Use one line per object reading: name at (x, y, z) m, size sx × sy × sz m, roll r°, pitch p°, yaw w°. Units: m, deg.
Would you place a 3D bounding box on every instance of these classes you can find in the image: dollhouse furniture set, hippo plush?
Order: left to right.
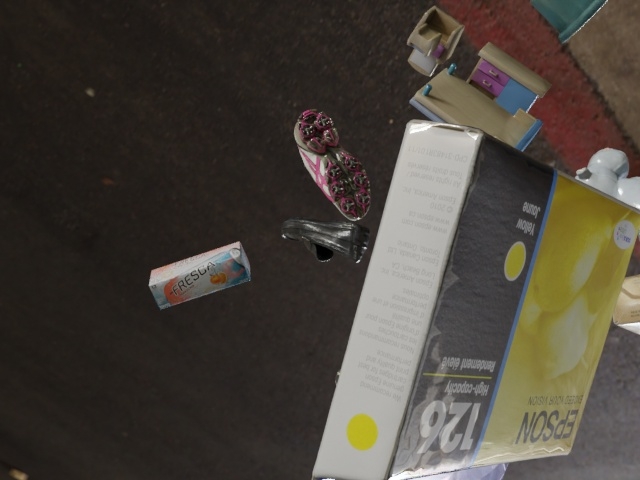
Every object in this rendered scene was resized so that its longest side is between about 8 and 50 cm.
dollhouse furniture set at (0.211, -0.208, 1.529) m, size 0.286 × 0.303 × 0.198 m, roll 36°, pitch 131°, yaw 7°
hippo plush at (0.721, -0.090, 2.113) m, size 0.237 × 0.294 × 0.234 m, roll 21°, pitch 151°, yaw 29°

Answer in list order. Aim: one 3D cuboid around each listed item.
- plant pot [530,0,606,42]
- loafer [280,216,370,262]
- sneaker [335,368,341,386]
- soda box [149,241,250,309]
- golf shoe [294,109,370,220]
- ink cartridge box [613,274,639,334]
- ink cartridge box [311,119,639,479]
plant pot at (0.372, -0.555, 1.404) m, size 0.334 × 0.341 × 0.341 m, roll 39°, pitch 144°, yaw 0°
loafer at (0.000, 0.000, 1.705) m, size 0.223 × 0.078 × 0.076 m, roll 7°, pitch 171°, yaw 46°
sneaker at (0.078, 0.269, 1.401) m, size 0.063 × 0.162 × 0.073 m, roll -31°, pitch 135°, yaw 19°
soda box at (-0.226, 0.065, 1.658) m, size 0.183 × 0.063 × 0.058 m, roll -19°, pitch 117°, yaw 4°
golf shoe at (0.020, -0.111, 1.372) m, size 0.186 × 0.068 × 0.086 m, roll 63°, pitch 164°, yaw 11°
ink cartridge box at (0.658, 0.109, 1.539) m, size 0.235 × 0.088 × 0.193 m, roll -17°, pitch 152°, yaw 42°
ink cartridge box at (0.125, 0.094, 0.660) m, size 0.072 × 0.307 × 0.304 m, roll 15°, pitch -178°, yaw 37°
